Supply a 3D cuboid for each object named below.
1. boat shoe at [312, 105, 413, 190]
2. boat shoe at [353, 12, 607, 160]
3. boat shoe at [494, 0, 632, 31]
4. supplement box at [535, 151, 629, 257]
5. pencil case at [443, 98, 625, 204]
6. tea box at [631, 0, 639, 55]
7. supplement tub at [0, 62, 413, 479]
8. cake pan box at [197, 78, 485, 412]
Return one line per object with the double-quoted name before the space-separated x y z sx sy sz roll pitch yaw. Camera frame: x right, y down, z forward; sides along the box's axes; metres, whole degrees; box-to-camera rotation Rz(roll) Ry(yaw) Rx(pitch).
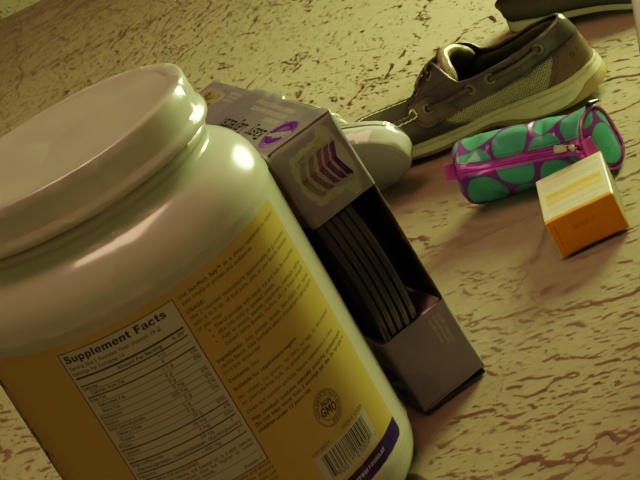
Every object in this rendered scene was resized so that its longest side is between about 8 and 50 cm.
"boat shoe" -0.009 -0.091 1.985 0.267 0.096 0.088 -18 53 49
"boat shoe" 0.143 -0.153 1.948 0.285 0.092 0.103 -16 24 35
"boat shoe" 0.311 -0.301 2.071 0.335 0.095 0.112 -11 26 42
"supplement box" 0.216 -0.030 1.623 0.062 0.036 0.098 -26 20 12
"pencil case" 0.189 -0.076 1.734 0.151 0.065 0.070 -14 -1 39
"tea box" 0.397 -0.121 1.316 0.323 0.220 0.329 -25 20 17
"supplement tub" -0.106 0.068 1.391 0.241 0.331 0.241 -26 19 10
"cake pan box" 0.000 0.000 1.545 0.070 0.246 0.267 -38 22 -12
